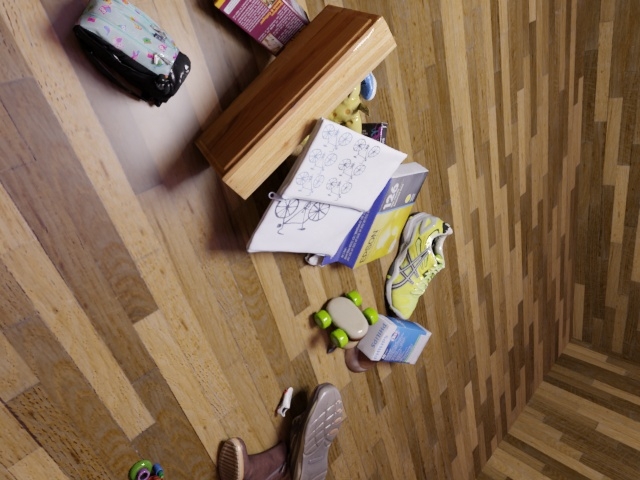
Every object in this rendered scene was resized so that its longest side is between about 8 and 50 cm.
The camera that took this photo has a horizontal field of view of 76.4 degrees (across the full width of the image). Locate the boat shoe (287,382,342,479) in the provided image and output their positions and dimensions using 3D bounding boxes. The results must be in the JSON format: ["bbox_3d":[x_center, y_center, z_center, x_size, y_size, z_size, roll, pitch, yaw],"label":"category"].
[{"bbox_3d":[-0.038,0.581,1.223,0.132,0.130,0.356,7,103,-39],"label":"boat shoe"}]

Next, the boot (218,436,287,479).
[{"bbox_3d":[-0.182,0.626,1.158,0.206,0.090,0.249,-16,111,-51],"label":"boot"}]

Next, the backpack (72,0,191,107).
[{"bbox_3d":[-0.330,-0.338,0.722,0.181,0.151,0.115,33,73,-29],"label":"backpack"}]

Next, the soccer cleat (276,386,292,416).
[{"bbox_3d":[-0.100,0.477,1.201,0.029,0.035,0.083,38,76,-41],"label":"soccer cleat"}]

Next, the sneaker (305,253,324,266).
[{"bbox_3d":[0.000,0.000,1.150,0.061,0.053,0.153,11,95,-40],"label":"sneaker"}]

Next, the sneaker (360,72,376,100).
[{"bbox_3d":[0.105,-0.461,1.112,0.084,0.058,0.152,-20,110,-43],"label":"sneaker"}]

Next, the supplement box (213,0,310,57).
[{"bbox_3d":[-0.120,-0.491,0.863,0.104,0.081,0.188,-36,140,27],"label":"supplement box"}]

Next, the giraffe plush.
[{"bbox_3d":[0.008,-0.315,1.012,0.170,0.210,0.182,-14,108,-8],"label":"giraffe plush"}]

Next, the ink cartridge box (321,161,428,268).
[{"bbox_3d":[0.163,-0.066,1.166,0.307,0.072,0.304,-21,140,-49],"label":"ink cartridge box"}]

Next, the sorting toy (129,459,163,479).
[{"bbox_3d":[-0.399,0.561,0.956,0.061,0.042,0.102,-39,124,-27],"label":"sorting toy"}]

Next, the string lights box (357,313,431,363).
[{"bbox_3d":[0.257,0.340,1.387,0.259,0.076,0.134,21,99,-42],"label":"string lights box"}]

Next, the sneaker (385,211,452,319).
[{"bbox_3d":[0.338,0.097,1.411,0.145,0.147,0.386,4,101,-44],"label":"sneaker"}]

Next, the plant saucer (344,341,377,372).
[{"bbox_3d":[0.166,0.370,1.408,0.198,0.036,0.199,-12,108,-38],"label":"plant saucer"}]

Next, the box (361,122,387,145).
[{"bbox_3d":[0.132,-0.251,1.156,0.029,0.116,0.162,-8,107,-42],"label":"box"}]

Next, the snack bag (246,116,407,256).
[{"bbox_3d":[0.017,-0.089,0.923,0.322,0.037,0.343,5,127,-51],"label":"snack bag"}]

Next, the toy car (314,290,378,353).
[{"bbox_3d":[0.071,0.278,1.266,0.154,0.149,0.189,-28,147,-29],"label":"toy car"}]

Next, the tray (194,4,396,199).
[{"bbox_3d":[-0.066,-0.291,0.821,0.411,0.203,0.076,-46,134,3],"label":"tray"}]
